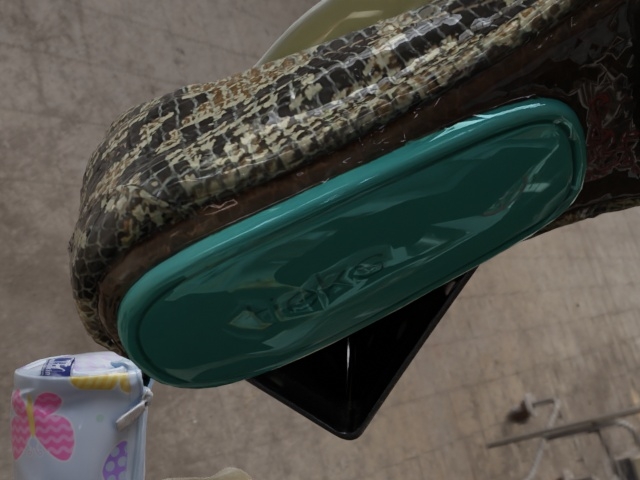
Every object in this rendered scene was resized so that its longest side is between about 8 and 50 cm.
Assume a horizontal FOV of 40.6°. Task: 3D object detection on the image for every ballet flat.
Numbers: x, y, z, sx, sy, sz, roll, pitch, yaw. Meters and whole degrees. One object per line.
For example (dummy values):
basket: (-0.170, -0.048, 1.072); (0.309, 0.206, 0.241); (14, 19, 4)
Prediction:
ballet flat: (0.114, -0.083, 0.387); (0.164, 0.483, 0.182); (67, 8, -50)

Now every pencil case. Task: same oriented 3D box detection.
pencil case: (-0.204, 0.232, 0.768); (0.113, 0.124, 0.273); (-37, 127, -86)

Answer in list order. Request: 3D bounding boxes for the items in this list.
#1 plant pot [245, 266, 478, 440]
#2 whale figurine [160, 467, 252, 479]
plant pot: (0.000, 0.000, 0.653); (0.187, 0.188, 0.167); (32, 15, -2)
whale figurine: (-0.033, 0.291, 0.645); (0.272, 0.141, 0.216); (40, 19, 31)
